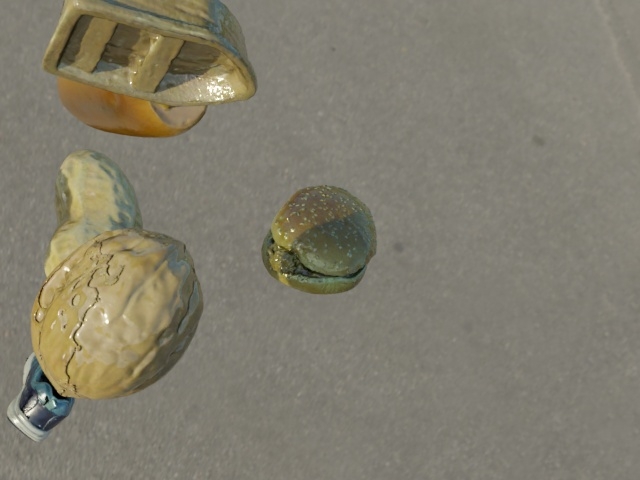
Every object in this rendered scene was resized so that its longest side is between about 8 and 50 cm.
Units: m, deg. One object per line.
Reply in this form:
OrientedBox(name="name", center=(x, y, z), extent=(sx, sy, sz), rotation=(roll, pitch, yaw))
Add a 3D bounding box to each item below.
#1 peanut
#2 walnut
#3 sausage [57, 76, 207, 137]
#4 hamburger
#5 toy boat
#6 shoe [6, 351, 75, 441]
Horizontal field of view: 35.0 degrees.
OrientedBox(name="peanut", center=(-0.342, 0.003, 1.529), extent=(0.153, 0.140, 0.325), rotation=(14, 53, -38))
OrientedBox(name="walnut", center=(-0.253, 0.094, 1.275), extent=(0.198, 0.198, 0.245), rotation=(37, 88, 6))
OrientedBox(name="sausage", center=(-0.232, -0.175, 1.148), extent=(0.112, 0.328, 0.112), rotation=(-6, 101, -33))
OrientedBox(name="hamburger", center=(0.000, 0.000, 1.740), extent=(0.189, 0.122, 0.215), rotation=(27, 40, 9))
OrientedBox(name="toy boat", center=(-0.142, -0.177, 0.906), extent=(0.188, 0.116, 0.061), rotation=(13, 61, -25))
OrientedBox(name="shoe", center=(-0.407, 0.217, 1.569), extent=(0.091, 0.106, 0.207), rotation=(44, 19, -20))
